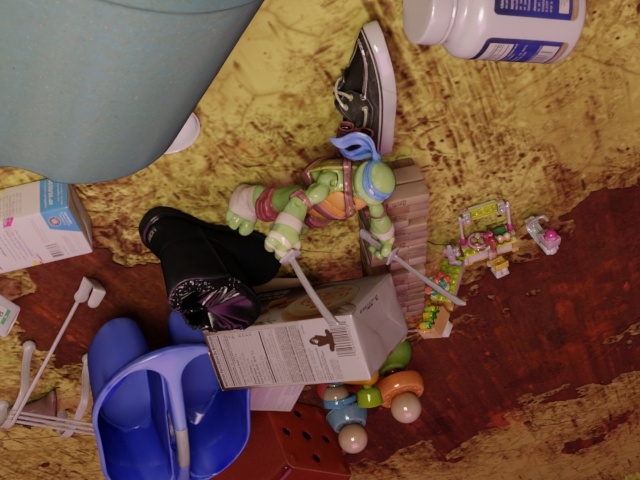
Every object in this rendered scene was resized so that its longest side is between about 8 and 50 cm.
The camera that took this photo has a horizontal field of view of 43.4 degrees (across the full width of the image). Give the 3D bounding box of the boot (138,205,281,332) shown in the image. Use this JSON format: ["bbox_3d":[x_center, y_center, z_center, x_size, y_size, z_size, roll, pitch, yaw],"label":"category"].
[{"bbox_3d":[-0.128,0.057,1.133,0.246,0.207,0.094,22,110,-38],"label":"boot"}]

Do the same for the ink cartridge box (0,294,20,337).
[{"bbox_3d":[-0.535,0.050,1.050,0.180,0.056,0.225,6,154,27],"label":"ink cartridge box"}]

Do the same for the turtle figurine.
[{"bbox_3d":[0.000,0.000,1.051,0.197,0.266,0.275,-32,109,-30],"label":"turtle figurine"}]

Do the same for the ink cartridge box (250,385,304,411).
[{"bbox_3d":[-0.142,0.258,1.536,0.232,0.066,0.189,8,138,-15],"label":"ink cartridge box"}]

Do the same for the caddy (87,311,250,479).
[{"bbox_3d":[-0.236,0.264,1.265,0.241,0.179,0.342,-13,132,-19],"label":"caddy"}]

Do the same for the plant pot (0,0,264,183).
[{"bbox_3d":[-0.186,-0.240,0.665,0.340,0.341,0.334,5,147,-26],"label":"plant pot"}]

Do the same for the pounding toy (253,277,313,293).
[{"bbox_3d":[-0.013,0.142,1.321,0.205,0.094,0.181,-1,151,29],"label":"pounding toy"}]

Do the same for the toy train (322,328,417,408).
[{"bbox_3d":[0.082,0.227,1.407,0.105,0.144,0.248,-13,-176,-43],"label":"toy train"}]

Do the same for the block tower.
[{"bbox_3d":[0.113,0.010,1.267,0.097,0.091,0.336,-11,144,-5],"label":"block tower"}]

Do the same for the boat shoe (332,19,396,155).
[{"bbox_3d":[0.053,-0.178,1.013,0.070,0.078,0.219,-14,145,-5],"label":"boat shoe"}]

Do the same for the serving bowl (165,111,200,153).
[{"bbox_3d":[-0.193,-0.147,1.005,0.083,0.027,0.083,-9,143,-7],"label":"serving bowl"}]

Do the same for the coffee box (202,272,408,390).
[{"bbox_3d":[-0.021,0.130,1.133,0.246,0.098,0.141,-10,-166,32],"label":"coffee box"}]

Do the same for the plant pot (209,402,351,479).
[{"bbox_3d":[-0.096,0.478,1.676,0.267,0.267,0.236,22,118,-39],"label":"plant pot"}]

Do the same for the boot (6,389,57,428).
[{"bbox_3d":[-0.524,0.308,1.464,0.086,0.042,0.118,1,140,-17],"label":"boot"}]

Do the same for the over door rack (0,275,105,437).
[{"bbox_3d":[-0.359,0.199,1.346,0.239,0.108,0.324,22,115,-39],"label":"over door rack"}]

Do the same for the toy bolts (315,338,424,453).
[{"bbox_3d":[0.072,0.312,1.585,0.218,0.159,0.228,11,136,-31],"label":"toy bolts"}]

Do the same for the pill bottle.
[{"bbox_3d":[0.196,-0.264,0.925,0.186,0.112,0.112,-1,141,-18],"label":"pill bottle"}]

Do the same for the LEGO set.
[{"bbox_3d":[0.243,0.026,1.301,0.287,0.132,0.107,-34,140,-13],"label":"LEGO set"}]

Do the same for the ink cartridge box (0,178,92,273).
[{"bbox_3d":[-0.408,-0.015,1.070,0.181,0.062,0.104,-13,144,-3],"label":"ink cartridge box"}]
